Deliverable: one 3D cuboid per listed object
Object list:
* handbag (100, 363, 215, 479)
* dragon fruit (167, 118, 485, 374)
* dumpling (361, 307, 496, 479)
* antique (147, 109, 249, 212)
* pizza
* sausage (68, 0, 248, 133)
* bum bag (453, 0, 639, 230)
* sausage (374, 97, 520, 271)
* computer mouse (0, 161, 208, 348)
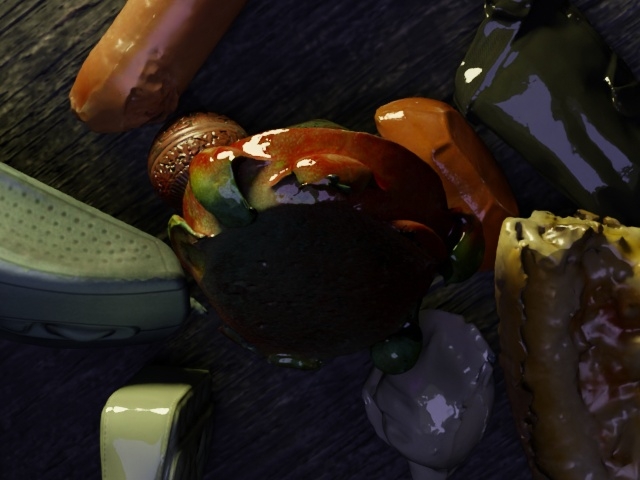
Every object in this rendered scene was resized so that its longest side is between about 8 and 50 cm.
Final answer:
[{"bbox_3d":[-0.149,0.231,1.741,0.079,0.256,0.219,5,97,4],"label":"handbag"},{"bbox_3d":[0.000,0.000,1.674,0.268,0.130,0.295,-19,135,18],"label":"dragon fruit"},{"bbox_3d":[0.095,0.144,1.785,0.127,0.108,0.188,27,125,22],"label":"dumpling"},{"bbox_3d":[-0.107,-0.071,1.747,0.104,0.104,0.104,1,103,4],"label":"antique"},{"bbox_3d":[0.332,0.188,1.748,0.435,0.080,0.392,17,119,6],"label":"pizza"},{"bbox_3d":[-0.075,-0.259,1.701,0.094,0.094,0.419,37,103,-9],"label":"sausage"},{"bbox_3d":[0.243,-0.090,1.730,0.142,0.080,0.326,-43,94,5],"label":"bum bag"},{"bbox_3d":[0.119,-0.055,1.738,0.089,0.089,0.179,-31,104,11],"label":"sausage"},{"bbox_3d":[-0.279,0.020,1.725,0.371,0.188,0.122,22,66,-8],"label":"computer mouse"}]
